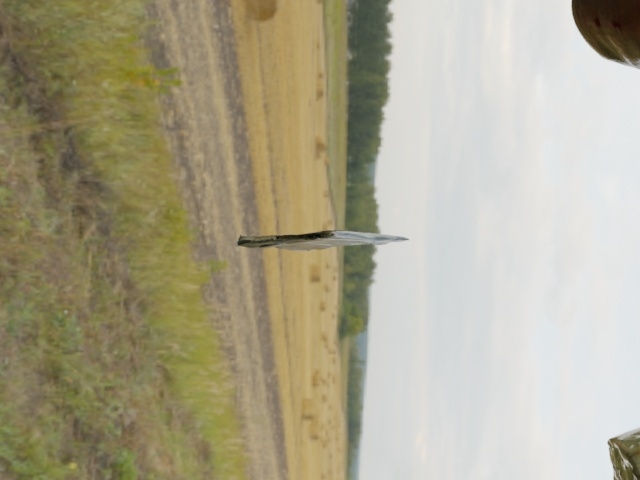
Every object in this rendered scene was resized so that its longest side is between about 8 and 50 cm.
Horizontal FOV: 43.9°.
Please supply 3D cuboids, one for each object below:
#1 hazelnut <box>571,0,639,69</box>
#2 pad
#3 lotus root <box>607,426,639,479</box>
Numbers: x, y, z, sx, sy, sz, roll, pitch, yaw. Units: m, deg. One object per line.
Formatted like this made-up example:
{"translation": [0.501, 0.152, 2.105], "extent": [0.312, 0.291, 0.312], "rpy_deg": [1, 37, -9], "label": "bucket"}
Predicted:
{"translation": [0.432, -0.308, 1.035], "extent": [0.178, 0.204, 0.178], "rpy_deg": [-13, 104, -61], "label": "hazelnut"}
{"translation": [0.000, 0.001, 1.257], "extent": [0.174, 0.233, 0.022], "rpy_deg": [5, 84, -44], "label": "pad"}
{"translation": [0.470, 0.280, 0.766], "extent": [0.250, 0.346, 0.250], "rpy_deg": [-3, 90, -77], "label": "lotus root"}
